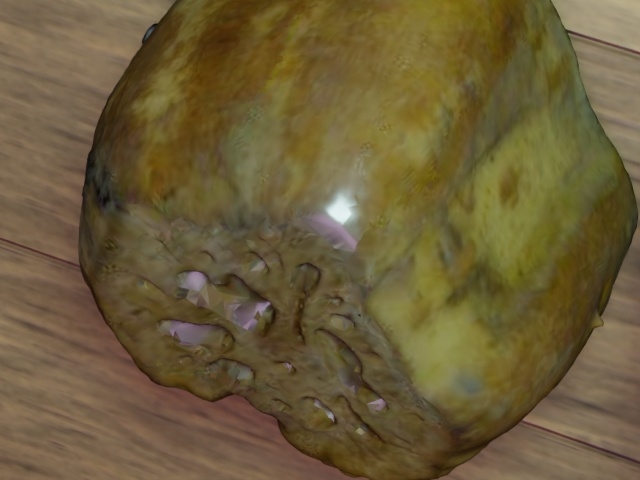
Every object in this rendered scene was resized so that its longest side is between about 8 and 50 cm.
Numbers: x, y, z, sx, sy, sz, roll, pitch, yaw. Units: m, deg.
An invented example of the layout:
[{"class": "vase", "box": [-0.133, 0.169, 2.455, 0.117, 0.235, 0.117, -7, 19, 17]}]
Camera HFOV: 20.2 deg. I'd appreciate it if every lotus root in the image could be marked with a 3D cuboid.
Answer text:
[{"class": "lotus root", "box": [0.000, 0.000, 0.997, 0.316, 0.250, 0.316, 11, 126, 15]}]
